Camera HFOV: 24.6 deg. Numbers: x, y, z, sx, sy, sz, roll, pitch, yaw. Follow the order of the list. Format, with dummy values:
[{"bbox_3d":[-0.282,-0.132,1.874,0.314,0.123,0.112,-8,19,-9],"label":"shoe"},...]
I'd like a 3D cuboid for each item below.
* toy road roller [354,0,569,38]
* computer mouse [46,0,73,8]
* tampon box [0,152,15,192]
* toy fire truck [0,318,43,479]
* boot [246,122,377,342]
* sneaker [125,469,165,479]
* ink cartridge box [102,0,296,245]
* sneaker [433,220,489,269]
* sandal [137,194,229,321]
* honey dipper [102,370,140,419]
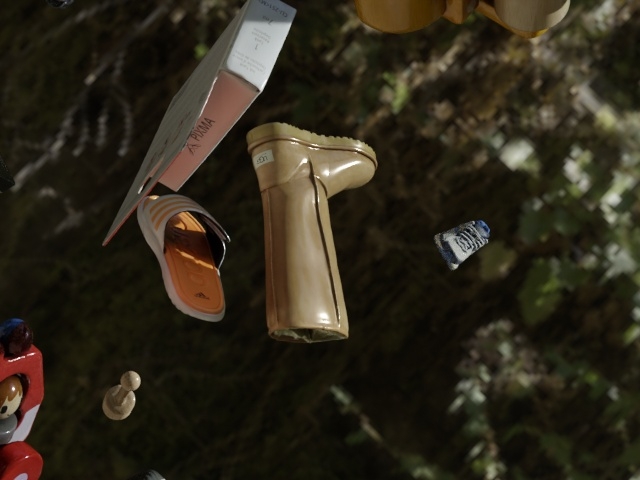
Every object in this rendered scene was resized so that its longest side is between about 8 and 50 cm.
[{"bbox_3d":[0.192,-0.403,2.196,0.329,0.240,0.202,34,-20,23],"label":"toy road roller"},{"bbox_3d":[-0.197,-0.309,1.373,0.106,0.193,0.042,60,10,-5],"label":"computer mouse"},{"bbox_3d":[-0.428,-0.103,1.616,0.120,0.101,0.161,63,2,11],"label":"tampon box"},{"bbox_3d":[-0.466,0.225,1.902,0.169,0.254,0.302,37,26,22],"label":"toy fire truck"},{"bbox_3d":[0.000,0.000,1.885,0.236,0.089,0.270,9,65,-45],"label":"boot"},{"bbox_3d":[-0.271,0.470,1.955,0.147,0.145,0.385,47,32,-22],"label":"sneaker"},{"bbox_3d":[-0.140,-0.125,1.673,0.060,0.239,0.275,28,-31,-13],"label":"ink cartridge box"},{"bbox_3d":[0.193,-0.003,1.963,0.052,0.058,0.135,58,22,-3],"label":"sneaker"},{"bbox_3d":[-0.158,0.004,1.870,0.102,0.076,0.265,17,26,-29],"label":"sandal"},{"bbox_3d":[-0.185,0.142,1.381,0.030,0.030,0.161,44,-20,2],"label":"honey dipper"}]
